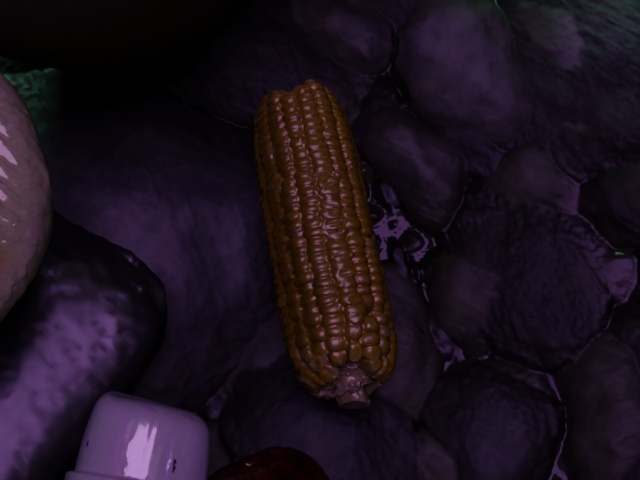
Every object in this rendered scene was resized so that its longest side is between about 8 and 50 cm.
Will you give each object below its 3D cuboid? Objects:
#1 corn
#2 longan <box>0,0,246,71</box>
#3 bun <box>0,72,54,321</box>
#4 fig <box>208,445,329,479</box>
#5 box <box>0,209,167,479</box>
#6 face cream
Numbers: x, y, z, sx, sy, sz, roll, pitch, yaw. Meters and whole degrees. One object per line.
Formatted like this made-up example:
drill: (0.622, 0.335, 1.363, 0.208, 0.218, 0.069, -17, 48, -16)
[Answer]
corn: (0.000, 0.000, 0.864, 0.080, 0.080, 0.238, -10, 70, -9)
longan: (-0.145, -0.254, 0.839, 0.297, 0.297, 0.297, 2, 69, -4)
bun: (-0.280, -0.019, 0.720, 0.244, 0.153, 0.243, 14, 59, -25)
fig: (-0.027, 0.197, 0.795, 0.089, 0.089, 0.125, -16, 97, -11)
box: (-0.320, 0.086, 0.799, 0.350, 0.091, 0.359, 32, 70, 6)
face cream: (-0.127, 0.259, 0.721, 0.102, 0.102, 0.345, 10, 78, -1)
